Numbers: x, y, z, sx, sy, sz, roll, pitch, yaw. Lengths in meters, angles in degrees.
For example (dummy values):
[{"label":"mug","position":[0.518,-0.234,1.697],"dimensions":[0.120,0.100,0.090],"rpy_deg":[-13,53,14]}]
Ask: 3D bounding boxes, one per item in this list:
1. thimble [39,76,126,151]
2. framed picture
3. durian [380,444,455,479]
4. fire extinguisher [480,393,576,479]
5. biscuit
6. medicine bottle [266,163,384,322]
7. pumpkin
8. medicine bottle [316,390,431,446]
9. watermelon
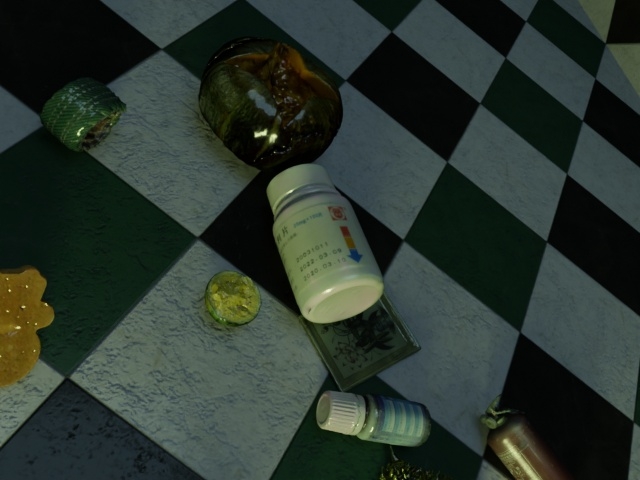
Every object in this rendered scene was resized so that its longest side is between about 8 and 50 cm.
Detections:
[{"label":"thimble","position":[-0.438,-0.231,1.124],"dimensions":[0.090,0.118,0.135],"rpy_deg":[43,32,-5]},{"label":"framed picture","position":[0.082,0.187,1.220],"dimensions":[0.231,0.010,0.173],"rpy_deg":[-20,71,-39]},{"label":"durian","position":[0.195,0.461,1.047],"dimensions":[0.221,0.095,0.137],"rpy_deg":[34,47,1]},{"label":"fire extinguisher","position":[0.412,0.424,1.193],"dimensions":[0.105,0.105,0.269],"rpy_deg":[-28,76,-41]},{"label":"biscuit","position":[-0.448,0.122,0.866],"dimensions":[0.133,0.027,0.184],"rpy_deg":[-15,112,-42]},{"label":"medicine bottle","position":[0.000,0.000,1.188],"dimensions":[0.170,0.170,0.293],"rpy_deg":[-2,57,-32]},{"label":"pumpkin","position":[-0.103,-0.293,1.316],"dimensions":[0.320,0.192,0.320],"rpy_deg":[14,54,-20]},{"label":"medicine bottle","position":[0.094,0.318,1.089],"dimensions":[0.203,0.083,0.083],"rpy_deg":[14,53,-23]},{"label":"watermelon","position":[-0.163,0.109,1.091],"dimensions":[0.105,0.062,0.105],"rpy_deg":[19,54,-28]}]
